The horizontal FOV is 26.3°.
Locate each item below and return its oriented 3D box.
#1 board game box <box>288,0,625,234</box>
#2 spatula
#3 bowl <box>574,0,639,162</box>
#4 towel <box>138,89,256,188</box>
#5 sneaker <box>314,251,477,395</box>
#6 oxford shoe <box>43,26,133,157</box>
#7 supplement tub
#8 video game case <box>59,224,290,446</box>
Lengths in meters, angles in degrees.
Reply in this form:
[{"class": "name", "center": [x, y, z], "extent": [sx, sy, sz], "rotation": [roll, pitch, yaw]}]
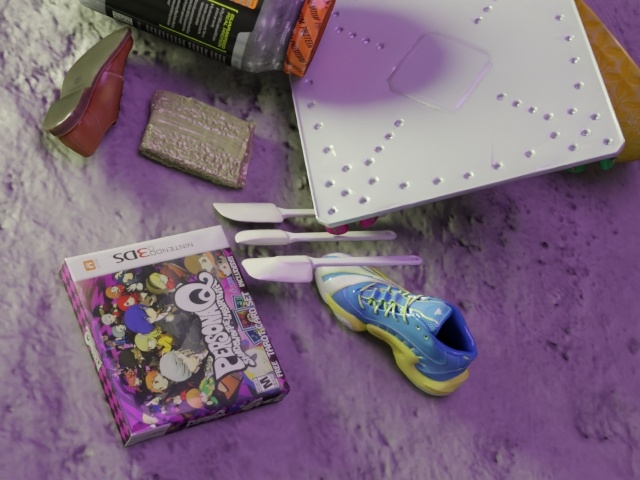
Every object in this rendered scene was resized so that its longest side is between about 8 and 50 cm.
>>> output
[{"class": "board game box", "center": [0.159, -0.209, 1.803], "extent": [0.390, 0.050, 0.390], "rotation": [-14, 56, 4]}, {"class": "spatula", "center": [0.000, 0.000, 1.736], "extent": [0.242, 0.019, 0.168], "rotation": [0, 31, -25]}, {"class": "bowl", "center": [0.362, -0.210, 1.962], "extent": [0.156, 0.289, 0.289], "rotation": [-37, 79, 6]}, {"class": "towel", "center": [-0.158, -0.130, 1.771], "extent": [0.148, 0.027, 0.110], "rotation": [20, 57, -15]}, {"class": "sneaker", "center": [0.105, 0.083, 1.708], "extent": [0.240, 0.126, 0.091], "rotation": [41, 53, 1]}, {"class": "oxford shoe", "center": [-0.280, -0.188, 1.735], "extent": [0.076, 0.076, 0.212], "rotation": [49, 43, -31]}, {"class": "supplement tub", "center": [-0.140, -0.338, 1.772], "extent": [0.316, 0.193, 0.193], "rotation": [23, 54, -1]}, {"class": "video game case", "center": [-0.172, 0.106, 1.617], "extent": [0.210, 0.042, 0.232], "rotation": [-13, 68, -29]}]
